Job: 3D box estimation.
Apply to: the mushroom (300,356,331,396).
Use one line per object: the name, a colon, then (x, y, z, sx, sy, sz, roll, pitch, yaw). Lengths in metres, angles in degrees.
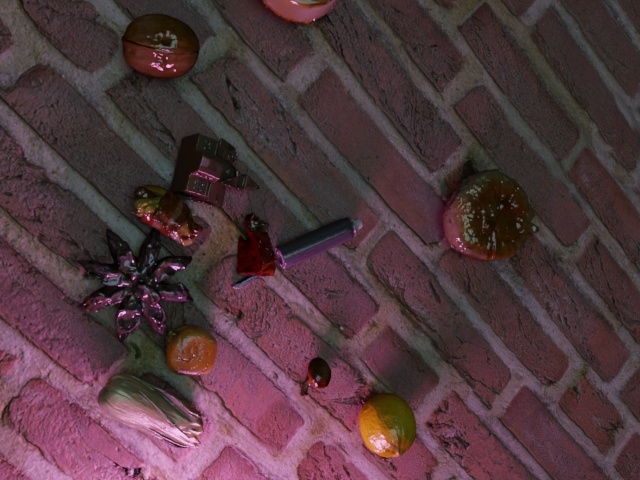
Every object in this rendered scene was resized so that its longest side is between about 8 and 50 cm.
mushroom: (-0.012, 0.423, 1.928, 0.088, 0.072, 0.130, 36, 79, -48)

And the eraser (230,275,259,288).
eraser: (-0.217, 0.116, 1.871, 0.099, 0.027, 0.019, -28, 107, -18)

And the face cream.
face cream: (0.000, 0.000, 1.928, 0.283, 0.073, 0.073, -24, 99, -19)

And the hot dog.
hot dog: (-0.412, -0.076, 1.728, 0.213, 0.146, 0.103, 33, 108, -29)

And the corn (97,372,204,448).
corn: (-0.452, 0.466, 1.731, 0.305, 0.122, 0.123, 31, 66, -20)

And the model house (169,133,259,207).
model house: (-0.264, -0.183, 1.797, 0.248, 0.176, 0.181, 15, 84, -37)

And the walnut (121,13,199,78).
walnut: (-0.431, -0.523, 1.718, 0.207, 0.167, 0.168, 4, 89, -19)

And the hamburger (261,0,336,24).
hamburger: (-0.064, -0.784, 1.847, 0.294, 0.179, 0.276, 45, 79, -19)

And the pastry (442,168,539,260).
pastry: (0.550, -0.081, 2.102, 0.329, 0.136, 0.330, 0, 91, -19)

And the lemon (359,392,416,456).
lemon: (0.205, 0.565, 1.948, 0.180, 0.180, 0.193, 11, 62, -20)

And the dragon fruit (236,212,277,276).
dragon fruit: (-0.184, 0.013, 1.866, 0.092, 0.122, 0.193, 4, 69, -46)

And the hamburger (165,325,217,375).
hamburger: (-0.364, 0.309, 1.788, 0.147, 0.083, 0.138, 7, 88, -24)

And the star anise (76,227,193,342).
star anise: (-0.491, 0.113, 1.719, 0.331, 0.117, 0.332, -1, 93, -26)
